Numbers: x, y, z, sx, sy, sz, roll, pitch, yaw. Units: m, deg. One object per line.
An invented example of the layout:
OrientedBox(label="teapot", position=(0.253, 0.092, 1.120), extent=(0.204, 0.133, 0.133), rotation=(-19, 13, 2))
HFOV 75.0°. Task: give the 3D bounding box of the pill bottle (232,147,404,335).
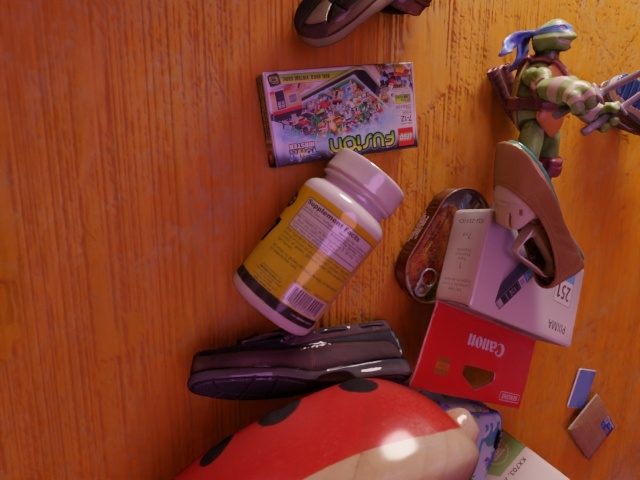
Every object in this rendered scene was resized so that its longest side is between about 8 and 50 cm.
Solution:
OrientedBox(label="pill bottle", position=(0.000, 0.000, 0.510), extent=(0.119, 0.119, 0.208), rotation=(38, 90, -23))

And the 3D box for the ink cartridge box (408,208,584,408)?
OrientedBox(label="ink cartridge box", position=(0.286, 0.124, 0.638), extent=(0.296, 0.066, 0.261), rotation=(22, 80, -33))

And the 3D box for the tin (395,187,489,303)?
OrientedBox(label="tin", position=(0.189, 0.007, 0.642), extent=(0.106, 0.040, 0.189), rotation=(34, 85, -19))

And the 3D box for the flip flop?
OrientedBox(label="flip flop", position=(0.090, -0.308, 0.517), extent=(0.277, 0.112, 0.080), rotation=(-41, 137, -13))

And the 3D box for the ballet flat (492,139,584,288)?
OrientedBox(label="ballet flat", position=(0.273, -0.021, 0.539), extent=(0.073, 0.080, 0.232), rotation=(-42, 113, 0))

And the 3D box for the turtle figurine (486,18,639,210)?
OrientedBox(label="turtle figurine", position=(0.361, -0.153, 0.575), extent=(0.275, 0.198, 0.266), rotation=(12, 115, 12))

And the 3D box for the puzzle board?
OrientedBox(label="puzzle board", position=(0.565, 0.389, 0.870), extent=(0.096, 0.011, 0.128), rotation=(-44, 116, -10))

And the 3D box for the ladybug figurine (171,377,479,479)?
OrientedBox(label="ladybug figurine", position=(-0.028, 0.302, 0.496), extent=(0.449, 0.162, 0.305), rotation=(-29, 146, 1))

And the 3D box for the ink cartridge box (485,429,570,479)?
OrientedBox(label="ink cartridge box", position=(0.354, 0.475, 0.618), extent=(0.207, 0.353, 0.119), rotation=(-45, 112, -9))

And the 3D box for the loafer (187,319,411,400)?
OrientedBox(label="loafer", position=(-0.023, 0.155, 0.565), extent=(0.302, 0.109, 0.095), rotation=(6, 54, -22))

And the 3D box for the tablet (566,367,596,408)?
OrientedBox(label="tablet", position=(0.528, 0.300, 0.845), extent=(0.054, 0.006, 0.083), rotation=(13, 95, -24))

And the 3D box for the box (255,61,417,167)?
OrientedBox(label="box", position=(0.028, -0.165, 0.546), extent=(0.207, 0.036, 0.114), rotation=(-13, 104, -19))

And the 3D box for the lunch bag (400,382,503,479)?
OrientedBox(label="lunch bag", position=(0.175, 0.329, 0.667), extent=(0.219, 0.090, 0.176), rotation=(14, 97, -22))

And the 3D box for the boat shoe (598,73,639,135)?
OrientedBox(label="boat shoe", position=(0.546, -0.223, 0.724), extent=(0.183, 0.066, 0.066), rotation=(30, 85, -18))
